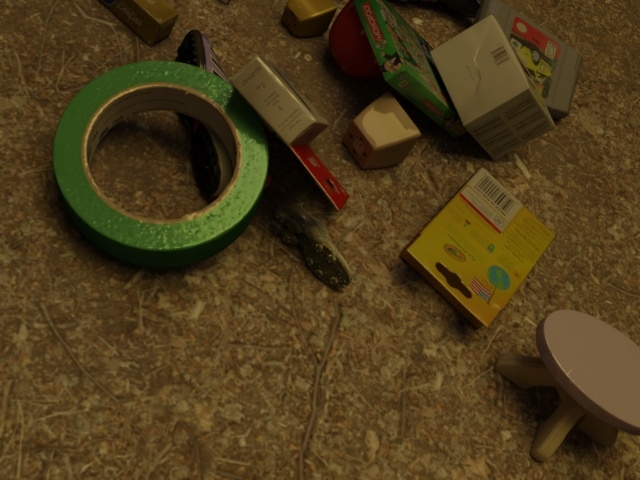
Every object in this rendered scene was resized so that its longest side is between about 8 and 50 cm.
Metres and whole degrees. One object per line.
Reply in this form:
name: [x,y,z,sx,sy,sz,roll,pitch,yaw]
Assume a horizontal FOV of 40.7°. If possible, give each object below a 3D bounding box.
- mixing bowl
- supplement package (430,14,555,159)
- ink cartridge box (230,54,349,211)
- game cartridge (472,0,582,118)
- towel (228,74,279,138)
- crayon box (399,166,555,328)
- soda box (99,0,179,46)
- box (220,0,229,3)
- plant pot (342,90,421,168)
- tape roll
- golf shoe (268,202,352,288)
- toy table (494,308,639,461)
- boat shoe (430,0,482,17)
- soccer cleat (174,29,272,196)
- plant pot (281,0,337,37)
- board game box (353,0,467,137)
mixing bowl: [0.080,-0.393,1.738,0.181,0.098,0.181,45,27,-31]
supplement package: [0.355,-0.308,1.769,0.203,0.149,0.194,29,38,-57]
ink cartridge box: [-0.022,-0.179,1.436,0.261,0.066,0.296,49,8,-3]
game cartridge: [0.470,-0.410,1.988,0.294,0.060,0.196,26,72,-19]
towel: [-0.090,-0.266,1.619,0.152,0.023,0.113,50,48,9]
crayon box: [0.285,0.020,1.600,0.202,0.081,0.318,44,47,4]
soda box: [-0.347,-0.440,1.563,0.181,0.061,0.058,41,47,1]
box: [-0.210,-0.632,1.762,0.169,0.087,0.290,27,49,-12]
plant pot: [0.106,-0.198,1.638,0.096,0.109,0.109,-27,74,-27]
tape roll: [-0.241,-0.120,1.322,0.321,0.077,0.321,4,67,-9]
golf shoe: [0.000,0.000,1.460,0.176,0.069,0.086,47,42,5]
toy table: [0.449,0.254,1.480,0.274,0.161,0.252,44,48,4]
boat shoe: [0.237,-0.590,1.993,0.340,0.127,0.158,34,64,-6]
soccer cleat: [-0.173,-0.219,1.485,0.116,0.108,0.318,-1,63,-33]
plant pot: [-0.031,-0.463,1.758,0.083,0.081,0.081,-34,79,-29]
board game box: [0.187,-0.351,1.727,0.317,0.046,0.214,25,42,-55]
